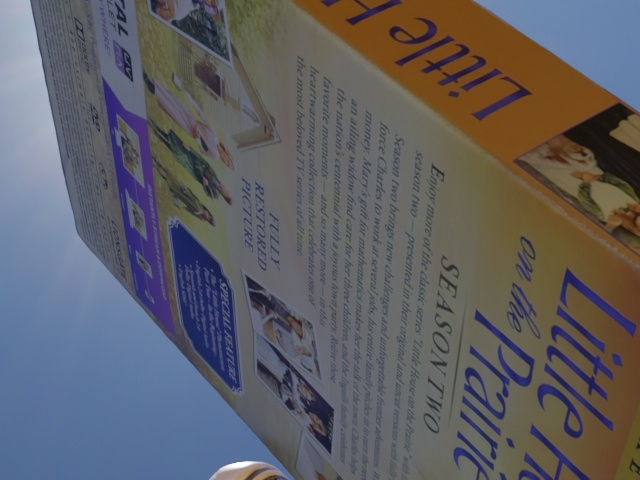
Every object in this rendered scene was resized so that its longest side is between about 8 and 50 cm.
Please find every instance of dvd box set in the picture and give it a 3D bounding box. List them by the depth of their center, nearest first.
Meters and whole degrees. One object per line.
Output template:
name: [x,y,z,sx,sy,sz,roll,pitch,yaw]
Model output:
dvd box set: [0.000,0.000,0.557,0.062,0.307,0.420,-29,-128,-25]

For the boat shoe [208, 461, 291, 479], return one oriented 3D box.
boat shoe: [-0.006,0.283,0.684,0.127,0.158,0.340,44,-136,-47]
